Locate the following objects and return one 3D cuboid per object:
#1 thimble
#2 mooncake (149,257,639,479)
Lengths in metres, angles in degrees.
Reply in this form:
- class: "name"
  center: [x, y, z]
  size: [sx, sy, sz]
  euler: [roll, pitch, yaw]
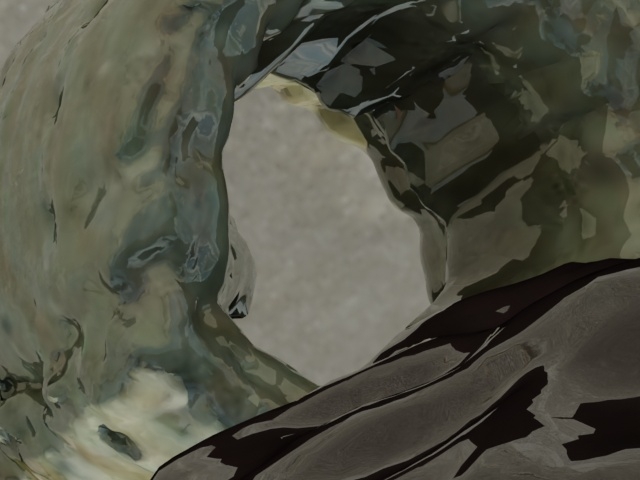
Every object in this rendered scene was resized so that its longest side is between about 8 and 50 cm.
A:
- class: "thimble"
  center: [0.000, 0.000, 0.769]
  size: [0.291, 0.291, 0.195]
  euler: [-17, 175, -30]
- class: "mooncake"
  center: [0.086, 0.070, 0.424]
  size: [0.283, 0.141, 0.283]
  euler: [-20, -171, 3]
